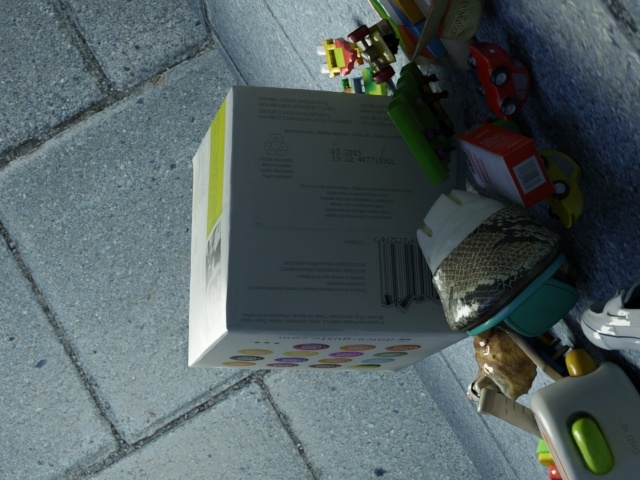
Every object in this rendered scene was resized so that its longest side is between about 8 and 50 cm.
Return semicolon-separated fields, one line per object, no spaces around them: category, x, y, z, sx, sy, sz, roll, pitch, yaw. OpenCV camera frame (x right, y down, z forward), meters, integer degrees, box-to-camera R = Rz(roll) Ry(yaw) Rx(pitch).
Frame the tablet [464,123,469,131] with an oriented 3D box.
tablet;0.221;-0.133;1.731;0.054;0.006;0.083;53;171;46

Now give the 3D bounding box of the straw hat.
straw hat;0.155;-0.262;1.367;0.061;0.144;0.144;19;172;0

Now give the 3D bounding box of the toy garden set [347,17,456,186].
toy garden set;0.116;-0.197;1.492;0.204;0.049;0.244;57;-163;-14

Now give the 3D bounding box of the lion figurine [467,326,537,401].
lion figurine;0.254;0.072;1.968;0.240;0.142;0.392;55;-163;-74

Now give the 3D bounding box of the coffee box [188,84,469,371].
coffee box;0.000;0.000;1.731;0.334;0.337;0.338;136;135;-69

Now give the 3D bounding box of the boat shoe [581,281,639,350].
boat shoe;0.365;0.079;1.337;0.226;0.083;0.076;9;118;67

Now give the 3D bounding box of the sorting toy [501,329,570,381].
sorting toy;0.358;0.181;1.785;0.274;0.046;0.132;39;-172;-31

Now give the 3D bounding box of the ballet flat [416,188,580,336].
ballet flat;0.205;0.024;1.445;0.182;0.164;0.483;50;-171;15

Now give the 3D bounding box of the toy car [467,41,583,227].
toy car;0.234;-0.130;1.444;0.239;0.053;0.225;61;174;-5

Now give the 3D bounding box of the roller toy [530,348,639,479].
roller toy;0.387;0.268;1.636;0.209;0.146;0.191;-111;-4;-60

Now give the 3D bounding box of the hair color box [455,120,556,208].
hair color box;0.210;-0.088;1.369;0.072;0.043;0.141;62;173;-20

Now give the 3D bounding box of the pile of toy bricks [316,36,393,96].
pile of toy bricks;0.079;-0.242;2.007;0.105;0.118;0.212;4;111;48

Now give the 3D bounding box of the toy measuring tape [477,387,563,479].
toy measuring tape;0.338;0.295;1.799;0.330;0.121;0.121;25;-170;-26

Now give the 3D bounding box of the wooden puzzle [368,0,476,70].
wooden puzzle;0.101;-0.313;1.564;0.221;0.044;0.238;54;174;-14
